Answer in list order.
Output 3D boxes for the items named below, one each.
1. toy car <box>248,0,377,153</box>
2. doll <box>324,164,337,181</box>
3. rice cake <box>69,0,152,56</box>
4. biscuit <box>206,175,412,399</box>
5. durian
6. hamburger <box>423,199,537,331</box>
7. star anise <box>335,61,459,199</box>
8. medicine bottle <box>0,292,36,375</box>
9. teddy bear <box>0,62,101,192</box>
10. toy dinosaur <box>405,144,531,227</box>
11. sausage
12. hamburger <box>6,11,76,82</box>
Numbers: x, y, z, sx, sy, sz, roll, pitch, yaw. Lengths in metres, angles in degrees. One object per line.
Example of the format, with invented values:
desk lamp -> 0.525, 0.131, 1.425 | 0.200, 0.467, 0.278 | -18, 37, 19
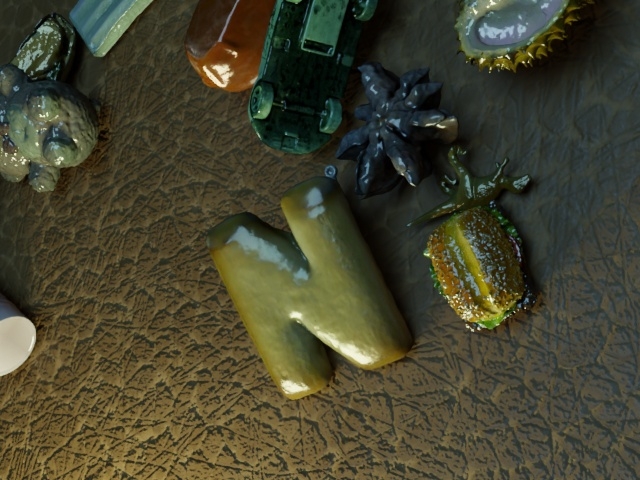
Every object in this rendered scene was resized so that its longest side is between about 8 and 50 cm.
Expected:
toy car -> -0.023, -0.287, 1.636 | 0.125, 0.136, 0.306 | 44, 122, 59
doll -> 0.000, 0.000, 1.637 | 0.102, 0.075, 0.227 | 14, 101, 18
rice cake -> -0.355, -0.444, 1.973 | 0.237, 0.043, 0.127 | -43, 60, 19
biscuit -> -0.021, 0.073, 1.588 | 0.237, 0.062, 0.291 | -23, 94, 27
durian -> 0.288, -0.322, 1.463 | 0.249, 0.138, 0.183 | -45, 62, 23
hamburger -> 0.209, 0.037, 1.478 | 0.137, 0.087, 0.166 | -29, 66, 27
star anise -> 0.104, -0.162, 1.573 | 0.229, 0.093, 0.236 | -30, 53, 37
medicine bottle -> -0.639, 0.133, 2.002 | 0.249, 0.133, 0.133 | 33, 100, 35
teddy bear -> -0.522, -0.202, 1.971 | 0.267, 0.151, 0.236 | -4, 107, 28
toy dinosaur -> 0.206, -0.054, 1.529 | 0.126, 0.039, 0.162 | 38, 104, 31
sausage -> -0.110, -0.359, 1.726 | 0.153, 0.141, 0.268 | 31, 98, 46
hamburger -> -0.498, -0.319, 2.028 | 0.102, 0.087, 0.176 | 40, 93, 15
